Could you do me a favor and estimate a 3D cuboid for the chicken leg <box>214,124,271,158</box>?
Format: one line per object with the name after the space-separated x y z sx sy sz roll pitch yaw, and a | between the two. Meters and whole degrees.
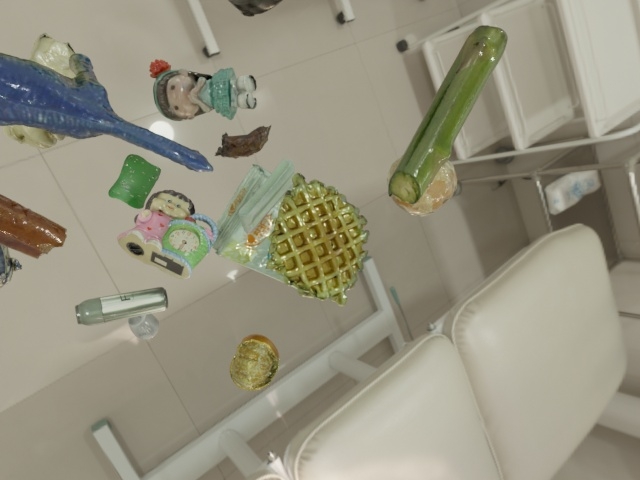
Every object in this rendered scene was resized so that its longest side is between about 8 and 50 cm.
-0.288 -0.366 1.735 0.234 0.063 0.105 -14 110 -10 | chicken leg

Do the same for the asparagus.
0.182 -0.182 0.668 0.060 0.067 0.277 29 88 -38 | asparagus

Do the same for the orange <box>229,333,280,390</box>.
-0.180 0.339 1.281 0.134 0.156 0.156 13 84 -7 | orange

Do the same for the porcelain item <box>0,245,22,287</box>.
-1.030 0.028 1.392 0.138 0.186 0.287 14 110 9 | porcelain item

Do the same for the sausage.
-0.541 -0.054 0.709 0.302 0.103 0.076 44 64 -55 | sausage

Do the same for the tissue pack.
-0.112 -0.026 1.462 0.388 0.162 0.287 28 100 -37 | tissue pack

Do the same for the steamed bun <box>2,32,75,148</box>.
-0.891 -0.467 1.555 0.238 0.346 0.394 26 119 -28 | steamed bun

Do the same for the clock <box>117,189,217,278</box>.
-0.351 -0.022 1.107 0.194 0.100 0.195 27 46 -9 | clock

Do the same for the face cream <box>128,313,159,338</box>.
-0.611 0.289 1.590 0.091 0.091 0.095 -46 146 -21 | face cream

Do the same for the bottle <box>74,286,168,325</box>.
-0.596 0.195 1.389 0.254 0.096 0.079 -10 113 -27 | bottle

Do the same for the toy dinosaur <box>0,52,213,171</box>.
-0.230 -0.112 0.363 0.248 0.188 0.075 7 114 -51 | toy dinosaur

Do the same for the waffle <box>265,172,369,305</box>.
0.000 0.000 0.838 0.208 0.054 0.214 27 72 -26 | waffle

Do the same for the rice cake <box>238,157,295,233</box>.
-0.136 -0.119 1.221 0.221 0.042 0.080 -55 154 -27 | rice cake

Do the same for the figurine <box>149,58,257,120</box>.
-0.271 -0.348 1.064 0.246 0.110 0.137 2 100 11 | figurine

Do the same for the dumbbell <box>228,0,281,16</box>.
-0.149 -0.466 0.611 0.388 0.185 0.185 27 77 -45 | dumbbell

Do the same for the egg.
0.287 -0.166 1.317 0.195 0.233 0.194 0 92 -8 | egg

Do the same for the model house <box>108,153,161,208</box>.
-0.608 -0.182 1.497 0.117 0.088 0.166 26 68 -25 | model house
